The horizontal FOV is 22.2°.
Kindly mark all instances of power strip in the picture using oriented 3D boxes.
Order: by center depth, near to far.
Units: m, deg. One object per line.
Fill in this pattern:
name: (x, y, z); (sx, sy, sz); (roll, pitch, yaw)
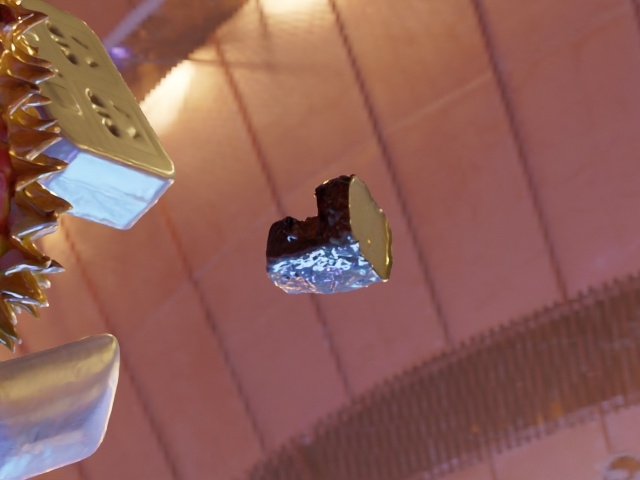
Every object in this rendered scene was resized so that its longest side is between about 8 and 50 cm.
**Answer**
power strip: (-0.283, -0.118, 1.435); (0.141, 0.261, 0.229); (-45, -123, 18)

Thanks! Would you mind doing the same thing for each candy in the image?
candy: (-0.258, 0.158, 1.451); (0.071, 0.174, 0.138); (35, -57, 32)

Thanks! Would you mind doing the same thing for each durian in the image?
durian: (-0.212, -0.081, 0.933); (0.191, 0.112, 0.341); (-44, -124, 15)

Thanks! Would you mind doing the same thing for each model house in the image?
model house: (0.000, 0.000, 1.154); (0.083, 0.079, 0.066); (-12, -126, 23)
